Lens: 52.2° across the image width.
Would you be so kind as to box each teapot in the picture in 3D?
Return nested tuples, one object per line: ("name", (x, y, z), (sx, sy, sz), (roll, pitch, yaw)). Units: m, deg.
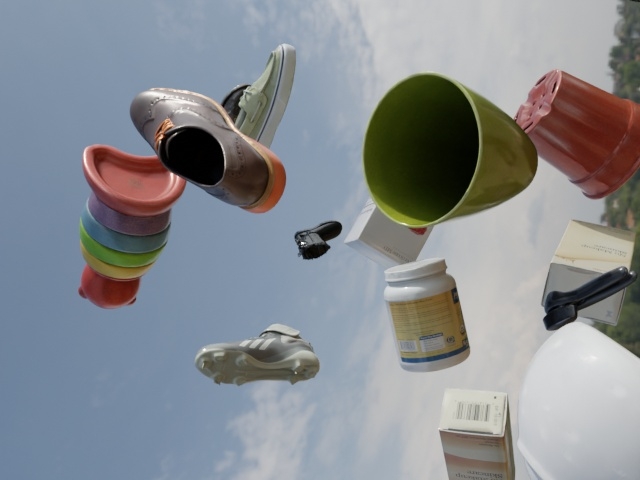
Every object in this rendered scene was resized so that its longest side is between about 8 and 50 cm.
("teapot", (0.290, 0.218, 0.650), (0.187, 0.252, 0.256), (-52, -47, 5))

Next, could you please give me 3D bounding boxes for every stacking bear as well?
("stacking bear", (-0.357, 0.001, 1.169), (0.164, 0.175, 0.289), (-111, 37, -47))

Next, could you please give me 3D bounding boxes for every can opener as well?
("can opener", (0.473, 0.098, 1.153), (0.059, 0.186, 0.073), (17, -131, -35))

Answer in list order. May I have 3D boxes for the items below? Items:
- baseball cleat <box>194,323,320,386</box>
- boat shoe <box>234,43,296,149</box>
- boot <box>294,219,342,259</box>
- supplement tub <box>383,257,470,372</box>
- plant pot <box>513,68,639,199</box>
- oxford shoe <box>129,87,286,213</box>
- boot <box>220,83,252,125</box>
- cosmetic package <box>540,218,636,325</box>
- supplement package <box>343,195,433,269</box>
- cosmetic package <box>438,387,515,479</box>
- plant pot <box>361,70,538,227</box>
("baseball cleat", (-0.104, 0.179, 1.037), (0.072, 0.205, 0.109), (-64, 28, 25))
("boat shoe", (-0.137, -0.303, 1.483), (0.109, 0.094, 0.302), (-111, 38, -56))
("boot", (0.000, -0.001, 1.438), (0.099, 0.121, 0.045), (-121, 18, -66))
("supplement tub", (0.206, 0.144, 1.283), (0.144, 0.144, 0.200), (-20, -82, -64))
("plant pot", (0.653, -0.285, 1.665), (0.272, 0.265, 0.272), (-60, 8, 14))
("oxford shoe", (-0.158, -0.125, 0.773), (0.098, 0.271, 0.097), (13, -74, -54))
("boot", (-0.208, -0.275, 1.792), (0.091, 0.229, 0.263), (15, -68, -52))
("cosmetic package", (0.614, 0.062, 1.481), (0.309, 0.160, 0.113), (-35, -46, -57))
("supplement package", (0.224, -0.078, 1.835), (0.293, 0.177, 0.175), (-61, 7, -9))
("cosmetic package", (0.378, 0.501, 1.557), (0.129, 0.153, 0.296), (-66, -33, -47))
("plant pot", (0.278, -0.160, 1.249), (0.293, 0.274, 0.275), (0, -83, -42))
